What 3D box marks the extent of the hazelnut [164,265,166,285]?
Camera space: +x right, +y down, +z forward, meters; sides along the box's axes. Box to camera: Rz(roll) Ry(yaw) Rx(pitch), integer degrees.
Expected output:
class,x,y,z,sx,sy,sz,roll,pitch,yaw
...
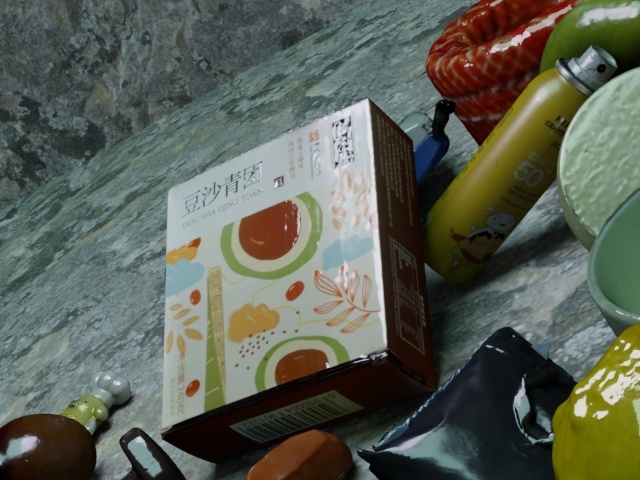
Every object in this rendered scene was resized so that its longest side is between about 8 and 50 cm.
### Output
class,x,y,z,sx,sy,sz,roll,pitch,yaw
hazelnut,-0.164,0.072,2.035,0.178,0.178,0.204,-29,50,11

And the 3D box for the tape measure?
class,x,y,z,sx,sy,sz,roll,pitch,yaw
tape measure,0.124,-0.117,1.994,0.215,0.098,0.351,-46,1,-1

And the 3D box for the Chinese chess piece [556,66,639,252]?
class,x,y,z,sx,sy,sz,roll,pitch,yaw
Chinese chess piece,0.386,-0.074,1.415,0.250,0.101,0.250,-8,68,20

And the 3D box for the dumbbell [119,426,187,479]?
class,x,y,z,sx,sy,sz,roll,pitch,yaw
dumbbell,-0.265,0.342,1.562,0.225,0.124,0.140,-36,60,-10

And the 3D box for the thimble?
class,x,y,z,sx,sy,sz,roll,pitch,yaw
thimble,0.355,-0.274,1.942,0.350,0.230,0.350,-30,21,13

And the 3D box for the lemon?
class,x,y,z,sx,sy,sz,roll,pitch,yaw
lemon,0.306,0.159,0.968,0.288,0.233,0.233,-31,19,-10

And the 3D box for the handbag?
class,x,y,z,sx,sy,sz,roll,pitch,yaw
handbag,0.193,0.199,1.150,0.211,0.088,0.254,-37,53,-24

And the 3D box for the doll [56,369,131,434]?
class,x,y,z,sx,sy,sz,roll,pitch,yaw
doll,-0.363,0.265,2.020,0.106,0.062,0.162,-7,31,44

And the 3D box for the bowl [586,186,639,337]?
class,x,y,z,sx,sy,sz,roll,pitch,yaw
bowl,0.417,0.034,1.191,0.307,0.163,0.307,-28,20,11

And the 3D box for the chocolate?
class,x,y,z,sx,sy,sz,roll,pitch,yaw
chocolate,-0.396,0.322,1.826,0.177,0.176,0.177,-29,19,11

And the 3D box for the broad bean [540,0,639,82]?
class,x,y,z,sx,sy,sz,roll,pitch,yaw
broad bean,0.408,-0.218,1.674,0.119,0.238,0.291,-56,-5,-40

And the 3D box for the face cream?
class,x,y,z,sx,sy,sz,roll,pitch,yaw
face cream,0.256,-0.102,1.661,0.348,0.105,0.105,-53,11,23

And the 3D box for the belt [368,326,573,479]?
class,x,y,z,sx,sy,sz,roll,pitch,yaw
belt,0.162,0.195,1.281,0.218,0.128,0.122,-42,-21,-22

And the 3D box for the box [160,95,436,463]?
class,x,y,z,sx,sy,sz,roll,pitch,yaw
box,-0.039,0.054,1.671,0.344,0.122,0.385,-22,52,28

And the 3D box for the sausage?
class,x,y,z,sx,sy,sz,roll,pitch,yaw
sausage,-0.029,0.271,1.445,0.089,0.089,0.179,-15,16,42
